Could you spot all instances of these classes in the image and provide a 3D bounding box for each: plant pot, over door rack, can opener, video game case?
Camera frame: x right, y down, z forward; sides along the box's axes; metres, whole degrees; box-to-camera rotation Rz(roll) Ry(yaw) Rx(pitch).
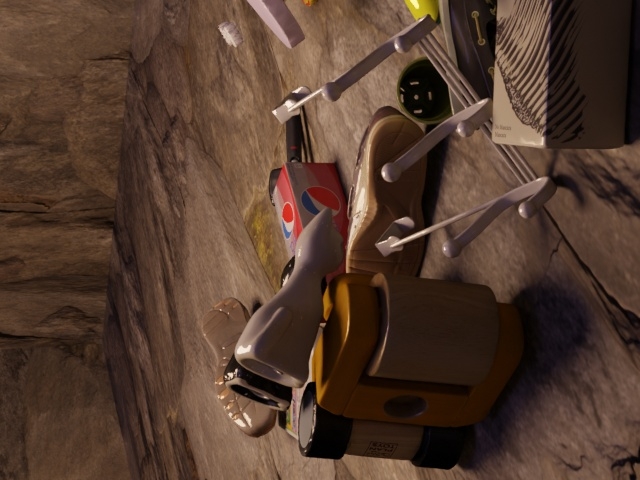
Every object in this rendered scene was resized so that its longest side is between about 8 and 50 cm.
[{"bbox_3d":[0.128,-0.185,1.408,0.079,0.083,0.083,-174,83,-81],"label":"plant pot"},{"bbox_3d":[0.084,-0.093,1.268,0.239,0.108,0.324,52,152,-11],"label":"over door rack"},{"bbox_3d":[-0.048,-0.147,1.913,0.059,0.073,0.186,125,148,-71],"label":"can opener"},{"bbox_3d":[-0.036,0.243,1.958,0.193,0.023,0.212,-167,76,-69],"label":"video game case"}]

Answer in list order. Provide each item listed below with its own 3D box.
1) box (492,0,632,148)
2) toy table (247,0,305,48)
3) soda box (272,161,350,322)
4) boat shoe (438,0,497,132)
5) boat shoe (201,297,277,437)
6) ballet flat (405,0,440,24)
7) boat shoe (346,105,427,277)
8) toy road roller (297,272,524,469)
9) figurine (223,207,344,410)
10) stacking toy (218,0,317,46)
[{"bbox_3d":[0.234,-0.227,1.076,0.113,0.094,0.275,-162,71,-69],"label":"box"},{"bbox_3d":[-0.064,-0.439,1.668,0.274,0.161,0.252,52,179,3],"label":"toy table"},{"bbox_3d":[0.000,0.000,1.738,0.083,0.092,0.263,113,149,-47],"label":"soda box"},{"bbox_3d":[0.175,-0.236,1.284,0.081,0.068,0.228,49,-145,-75],"label":"boat shoe"},{"bbox_3d":[-0.134,0.247,2.119,0.116,0.123,0.324,56,-170,-42],"label":"boat shoe"},{"bbox_3d":[0.111,-0.386,1.422,0.077,0.077,0.231,-172,81,-66],"label":"ballet flat"},{"bbox_3d":[0.087,-0.045,1.502,0.092,0.102,0.285,-97,9,-60],"label":"boat shoe"},{"bbox_3d":[0.090,0.116,1.362,0.329,0.202,0.241,112,161,-48],"label":"toy road roller"},{"bbox_3d":[-0.034,0.078,1.348,0.215,0.092,0.209,117,175,-68],"label":"figurine"},{"bbox_3d":[-0.122,-0.441,1.799,0.221,0.167,0.052,60,168,-22],"label":"stacking toy"}]
